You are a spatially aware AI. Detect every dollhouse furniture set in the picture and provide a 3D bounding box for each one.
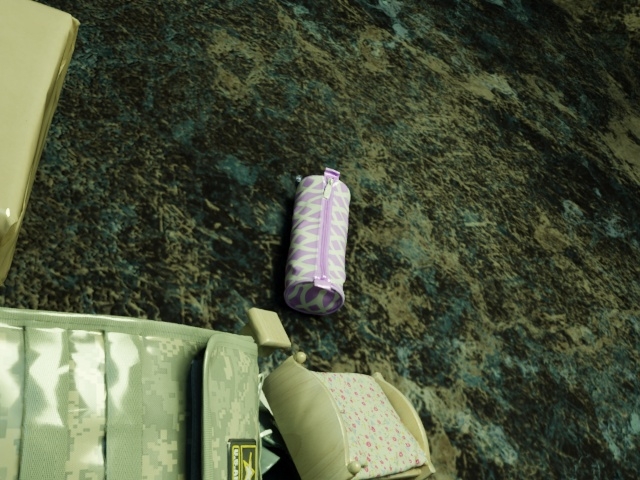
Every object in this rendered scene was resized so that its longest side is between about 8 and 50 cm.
[{"bbox_3d":[0.124,0.200,0.685,0.303,0.174,0.356,20,32,-51],"label":"dollhouse furniture set"}]

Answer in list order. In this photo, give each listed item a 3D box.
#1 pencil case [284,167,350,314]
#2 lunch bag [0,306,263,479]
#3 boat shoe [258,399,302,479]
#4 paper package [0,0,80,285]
[{"bbox_3d":[0.000,0.000,0.847,0.086,0.088,0.206,17,52,-18],"label":"pencil case"},{"bbox_3d":[-0.155,0.184,0.472,0.287,0.169,0.235,13,67,-41],"label":"lunch bag"},{"bbox_3d":[-0.063,0.224,0.639,0.116,0.099,0.319,-29,77,-43],"label":"boat shoe"},{"bbox_3d":[-0.445,-0.132,0.610,0.324,0.168,0.310,15,52,-24],"label":"paper package"}]
